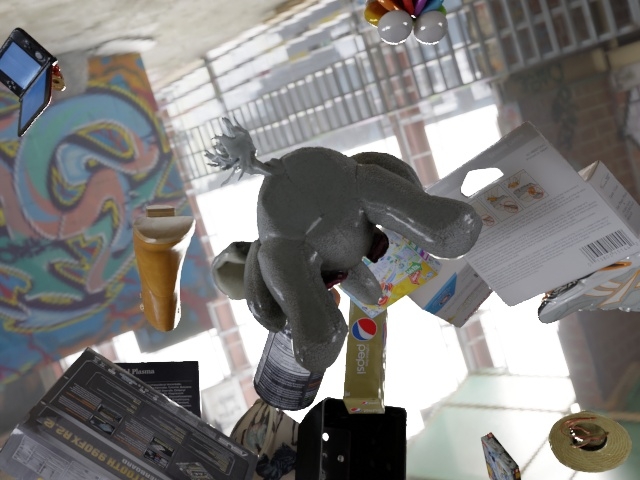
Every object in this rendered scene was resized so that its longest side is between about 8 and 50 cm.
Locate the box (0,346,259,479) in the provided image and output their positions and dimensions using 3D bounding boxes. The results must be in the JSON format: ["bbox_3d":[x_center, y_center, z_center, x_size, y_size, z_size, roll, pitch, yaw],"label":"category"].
[{"bbox_3d":[-0.183,0.222,0.877,0.056,0.231,0.183,-56,-175,16],"label":"box"}]

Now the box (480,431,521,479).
[{"bbox_3d":[0.347,0.438,1.642,0.027,0.137,0.094,-27,-139,-10],"label":"box"}]

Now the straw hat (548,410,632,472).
[{"bbox_3d":[0.463,0.330,1.501,0.145,0.144,0.061,-16,-153,20],"label":"straw hat"}]

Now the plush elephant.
[{"bbox_3d":[0.000,0.000,1.123,0.272,0.330,0.255,-47,164,-7],"label":"plush elephant"}]

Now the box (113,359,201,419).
[{"bbox_3d":[-0.319,0.440,1.663,0.179,0.312,0.343,-1,149,-11],"label":"box"}]

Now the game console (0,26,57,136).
[{"bbox_3d":[-0.519,-0.271,1.491,0.144,0.124,0.085,-30,-156,44],"label":"game console"}]

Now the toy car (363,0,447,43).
[{"bbox_3d":[0.186,-0.502,1.820,0.182,0.136,0.159,-3,-134,-17],"label":"toy car"}]

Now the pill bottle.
[{"bbox_3d":[-0.036,0.192,1.626,0.131,0.245,0.130,15,-150,-9],"label":"pill bottle"}]

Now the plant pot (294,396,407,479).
[{"bbox_3d":[0.045,0.418,1.687,0.188,0.188,0.167,12,158,-25],"label":"plant pot"}]

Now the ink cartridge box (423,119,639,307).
[{"bbox_3d":[0.322,-0.043,1.362,0.296,0.261,0.066,-35,-168,51],"label":"ink cartridge box"}]

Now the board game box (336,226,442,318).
[{"bbox_3d":[0.092,0.044,1.299,0.154,0.103,0.026,-40,-168,41],"label":"board game box"}]

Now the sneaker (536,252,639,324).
[{"bbox_3d":[0.488,0.087,1.438,0.262,0.121,0.099,-34,-177,21],"label":"sneaker"}]

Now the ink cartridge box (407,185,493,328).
[{"bbox_3d":[0.267,0.043,1.897,0.198,0.197,0.270,-49,152,6],"label":"ink cartridge box"}]

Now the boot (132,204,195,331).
[{"bbox_3d":[-0.270,0.059,1.508,0.104,0.211,0.295,-3,-170,-12],"label":"boot"}]

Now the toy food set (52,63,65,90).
[{"bbox_3d":[-0.515,-0.314,1.615,0.083,0.083,0.020,22,130,-33],"label":"toy food set"}]

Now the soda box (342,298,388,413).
[{"bbox_3d":[0.073,0.179,1.370,0.058,0.181,0.061,-4,146,13],"label":"soda box"}]

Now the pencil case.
[{"bbox_3d":[-0.026,0.513,1.852,0.160,0.410,0.183,-10,-134,50],"label":"pencil case"}]
